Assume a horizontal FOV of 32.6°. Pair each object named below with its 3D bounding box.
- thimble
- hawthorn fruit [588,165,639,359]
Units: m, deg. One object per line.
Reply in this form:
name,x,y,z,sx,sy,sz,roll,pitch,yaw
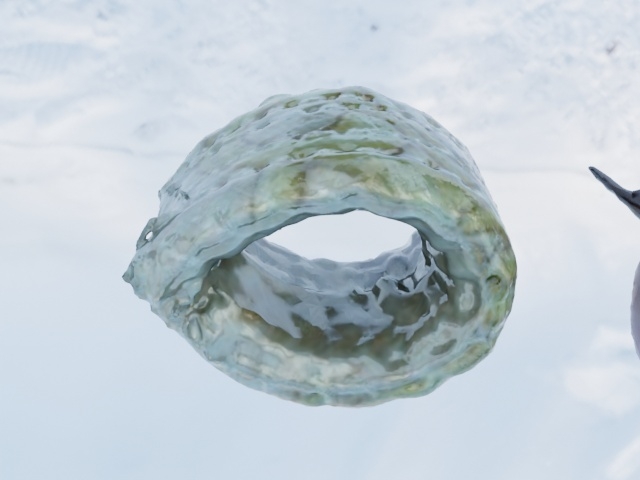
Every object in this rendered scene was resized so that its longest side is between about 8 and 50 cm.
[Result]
thimble,0.000,0.000,0.570,0.190,0.143,0.137,0,116,-3
hawthorn fruit,0.316,0.018,0.726,0.254,0.300,0.254,-51,166,-18
